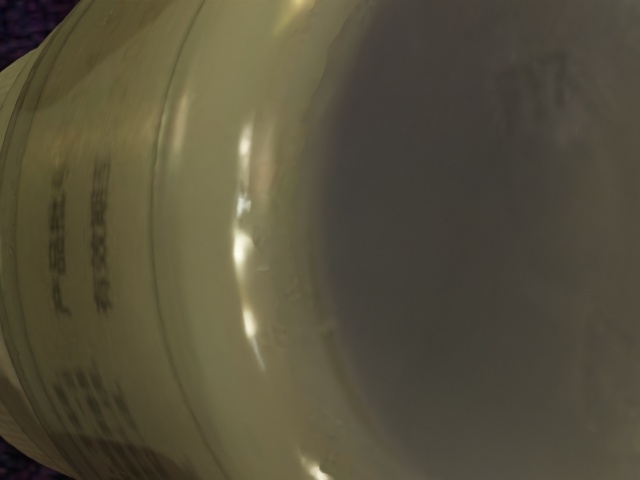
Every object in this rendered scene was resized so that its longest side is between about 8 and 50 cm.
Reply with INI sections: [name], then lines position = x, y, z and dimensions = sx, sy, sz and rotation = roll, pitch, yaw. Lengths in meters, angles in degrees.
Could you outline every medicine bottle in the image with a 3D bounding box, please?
[medicine bottle]
position = 0.000, 0.000, 0.664
dimensions = 0.245, 0.306, 0.245
rotation = 1, 87, -32
